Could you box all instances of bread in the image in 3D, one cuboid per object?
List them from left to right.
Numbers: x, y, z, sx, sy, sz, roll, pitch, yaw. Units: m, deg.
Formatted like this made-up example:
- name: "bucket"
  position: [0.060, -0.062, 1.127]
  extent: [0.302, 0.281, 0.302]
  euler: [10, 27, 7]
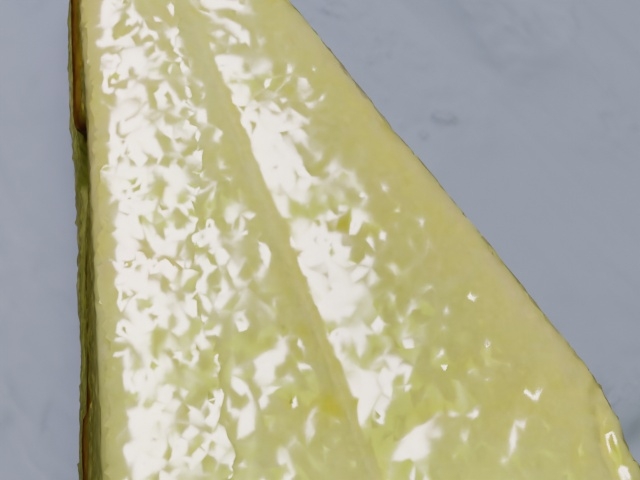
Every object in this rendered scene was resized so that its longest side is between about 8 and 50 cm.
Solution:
- name: "bread"
  position: [-0.002, -0.004, 0.515]
  extent: [0.163, 0.168, 0.264]
  euler: [-1, 72, -10]
